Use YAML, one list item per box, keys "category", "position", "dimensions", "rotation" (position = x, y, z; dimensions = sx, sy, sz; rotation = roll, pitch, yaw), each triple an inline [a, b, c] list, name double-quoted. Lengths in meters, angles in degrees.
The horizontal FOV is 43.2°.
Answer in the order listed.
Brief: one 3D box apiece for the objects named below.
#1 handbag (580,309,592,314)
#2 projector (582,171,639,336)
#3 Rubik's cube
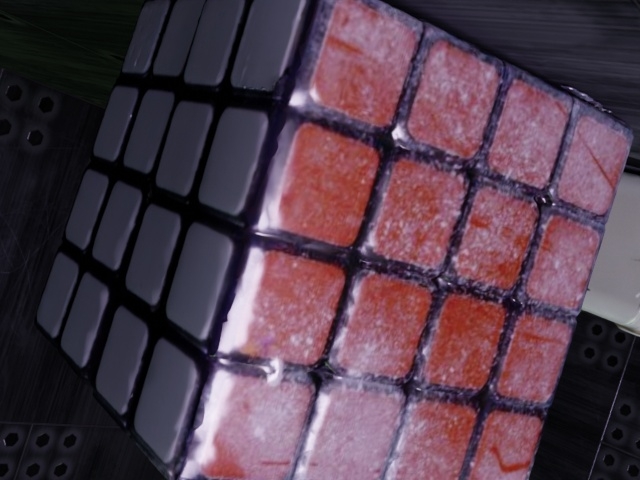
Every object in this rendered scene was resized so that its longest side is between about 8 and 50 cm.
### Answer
- category: "handbag"
  position: [0.411, 0.030, 1.364]
  dimensions: [0.169, 0.155, 0.215]
  rotation: [32, -178, 2]
- category: "projector"
  position: [0.328, 0.010, 0.903]
  dimensions: [0.177, 0.163, 0.242]
  rotation: [16, -176, -45]
- category: "Rubik's cube"
  position: [0.000, 0.000, 0.705]
  dimensions: [0.344, 0.344, 0.337]
  rotation: [18, -179, -34]
